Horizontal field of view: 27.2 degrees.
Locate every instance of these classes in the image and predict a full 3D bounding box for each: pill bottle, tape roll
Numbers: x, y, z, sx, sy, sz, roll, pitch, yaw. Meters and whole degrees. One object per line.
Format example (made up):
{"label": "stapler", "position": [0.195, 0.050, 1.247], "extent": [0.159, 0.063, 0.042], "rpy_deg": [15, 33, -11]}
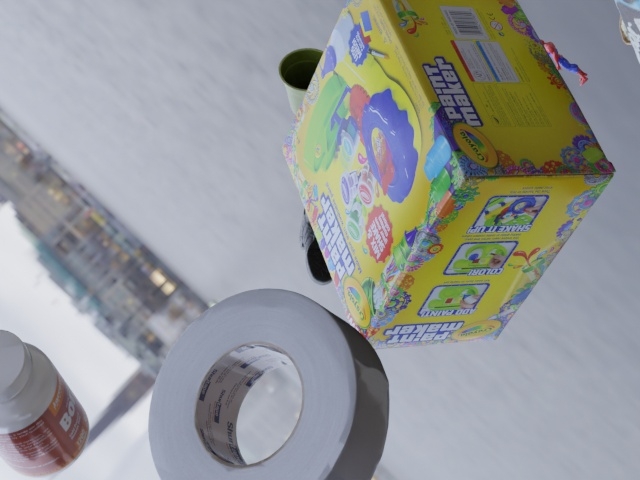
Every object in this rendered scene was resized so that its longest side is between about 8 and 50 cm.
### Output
{"label": "pill bottle", "position": [-0.372, 0.200, 1.636], "extent": [0.121, 0.121, 0.216], "rpy_deg": [41, 162, 29]}
{"label": "tape roll", "position": [-0.048, 0.157, 1.204], "extent": [0.219, 0.219, 0.072], "rpy_deg": [40, -177, 35]}

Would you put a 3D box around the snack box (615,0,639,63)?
{"label": "snack box", "position": [0.424, -0.271, 1.456], "extent": [0.060, 0.187, 0.322], "rpy_deg": [39, 167, 49]}

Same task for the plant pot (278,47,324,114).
{"label": "plant pot", "position": [-0.017, -0.218, 1.890], "extent": [0.083, 0.083, 0.079], "rpy_deg": [41, 155, 25]}

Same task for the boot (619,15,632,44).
{"label": "boot", "position": [0.619, -0.364, 1.987], "extent": [0.236, 0.269, 0.089], "rpy_deg": [113, 150, -66]}

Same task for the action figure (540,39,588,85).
{"label": "action figure", "position": [0.442, -0.330, 2.427], "extent": [0.115, 0.030, 0.038], "rpy_deg": [41, -149, -15]}

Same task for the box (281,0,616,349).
{"label": "box", "position": [0.118, -0.084, 1.387], "extent": [0.279, 0.177, 0.290], "rpy_deg": [-64, 38, 45]}

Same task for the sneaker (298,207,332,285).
{"label": "sneaker", "position": [-0.003, 0.000, 1.881], "extent": [0.089, 0.051, 0.170], "rpy_deg": [104, 164, -61]}
